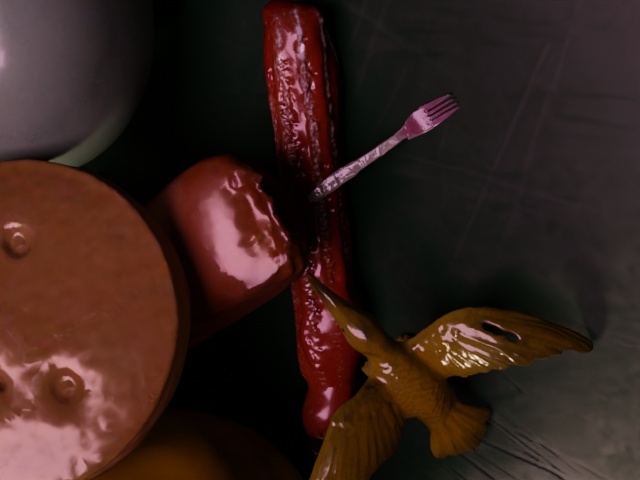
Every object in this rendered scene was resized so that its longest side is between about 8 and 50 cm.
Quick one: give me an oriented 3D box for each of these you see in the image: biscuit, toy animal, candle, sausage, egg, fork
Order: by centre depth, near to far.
[{"bbox_3d":[-0.252,0.080,0.992,0.355,0.052,0.275,-18,79,10],"label":"biscuit"},{"bbox_3d":[0.039,-0.058,1.005,0.115,0.012,0.016,-35,89,16],"label":"fork"},{"bbox_3d":[0.043,0.086,1.022,0.219,0.095,0.155,-42,82,0],"label":"toy animal"},{"bbox_3d":[-0.196,-0.157,1.038,0.168,0.168,0.230,-3,101,35],"label":"egg"},{"bbox_3d":[0.000,0.000,1.054,0.051,0.048,0.329,-8,110,-7],"label":"candle"},{"bbox_3d":[-0.115,0.034,1.094,0.348,0.094,0.097,-33,84,47],"label":"sausage"}]

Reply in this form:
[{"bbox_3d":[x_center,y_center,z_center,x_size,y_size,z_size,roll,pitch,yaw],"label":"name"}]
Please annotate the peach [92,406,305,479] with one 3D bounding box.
[{"bbox_3d":[-0.137,0.250,1.107,0.308,0.289,0.289,-8,106,26],"label":"peach"}]
